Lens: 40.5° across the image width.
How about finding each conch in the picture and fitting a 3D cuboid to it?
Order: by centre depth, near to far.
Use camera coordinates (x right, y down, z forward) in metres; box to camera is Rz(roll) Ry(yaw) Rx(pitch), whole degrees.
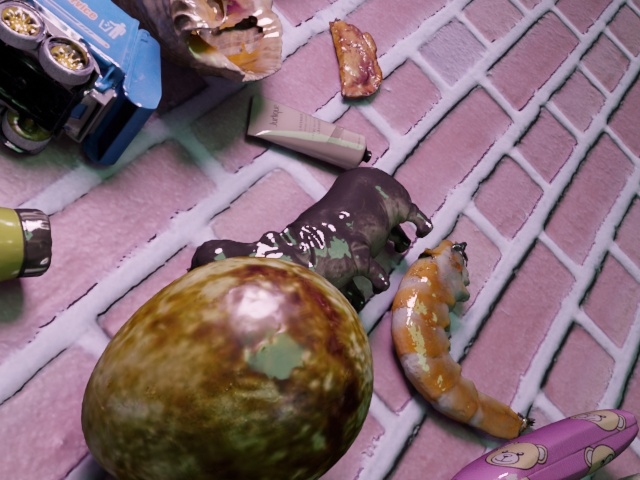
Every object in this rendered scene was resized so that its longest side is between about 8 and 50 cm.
[{"bbox_3d":[-0.175,-0.326,1.116,0.297,0.210,0.352,42,42,-42],"label":"conch"}]

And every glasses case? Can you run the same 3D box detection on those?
[{"bbox_3d":[0.287,0.279,1.105,0.316,0.123,0.075,-9,73,-40],"label":"glasses case"}]

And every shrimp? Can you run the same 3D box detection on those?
[{"bbox_3d":[0.179,0.145,1.156,0.185,0.068,0.287,-18,75,-41],"label":"shrimp"}]

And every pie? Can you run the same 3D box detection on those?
[{"bbox_3d":[0.058,-0.287,1.381,0.092,0.034,0.170,7,57,-29],"label":"pie"}]

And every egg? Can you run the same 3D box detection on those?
[{"bbox_3d":[-0.087,0.139,0.845,0.289,0.238,0.238,-16,71,-31],"label":"egg"}]

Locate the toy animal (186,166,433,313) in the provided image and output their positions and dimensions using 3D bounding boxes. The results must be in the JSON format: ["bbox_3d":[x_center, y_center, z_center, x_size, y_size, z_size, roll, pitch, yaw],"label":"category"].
[{"bbox_3d":[0.006,0.016,1.092,0.343,0.106,0.168,-28,81,-41],"label":"toy animal"}]

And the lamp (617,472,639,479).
[{"bbox_3d":[0.419,0.395,1.149,0.106,0.106,0.193,42,55,-6],"label":"lamp"}]

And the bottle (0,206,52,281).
[{"bbox_3d":[-0.382,0.006,0.803,0.260,0.112,0.112,-3,63,-38],"label":"bottle"}]

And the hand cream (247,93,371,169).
[{"bbox_3d":[-0.013,-0.148,1.228,0.186,0.054,0.087,18,47,-18],"label":"hand cream"}]

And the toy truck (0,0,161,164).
[{"bbox_3d":[-0.351,-0.238,0.972,0.367,0.146,0.175,39,38,-13],"label":"toy truck"}]
